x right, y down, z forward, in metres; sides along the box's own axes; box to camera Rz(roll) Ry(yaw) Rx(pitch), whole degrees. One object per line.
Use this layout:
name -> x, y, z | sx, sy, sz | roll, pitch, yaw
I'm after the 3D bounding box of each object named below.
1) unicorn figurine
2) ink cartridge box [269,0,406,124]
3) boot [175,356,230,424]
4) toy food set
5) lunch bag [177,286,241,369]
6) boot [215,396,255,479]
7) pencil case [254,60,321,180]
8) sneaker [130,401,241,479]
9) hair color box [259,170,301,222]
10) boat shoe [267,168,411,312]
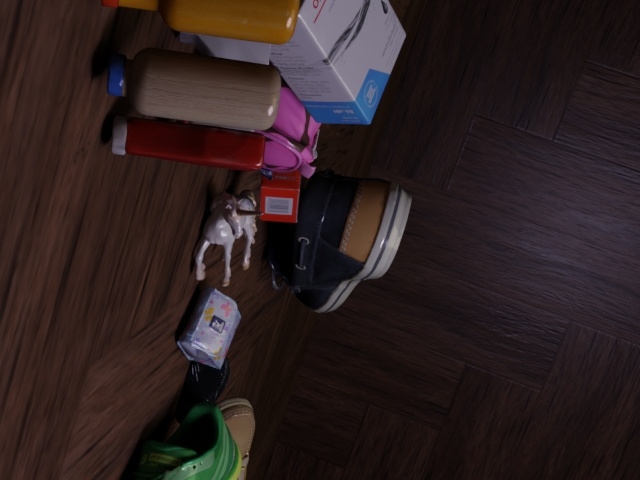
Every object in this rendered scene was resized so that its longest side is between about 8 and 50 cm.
unicorn figurine -> -0.094, -0.011, 0.854 | 0.162, 0.060, 0.111 | -94, -166, -67
ink cartridge box -> -0.001, -0.189, 0.682 | 0.180, 0.060, 0.104 | 47, 58, -51
boot -> -0.141, 0.178, 1.066 | 0.121, 0.045, 0.099 | -64, 174, 19
toy food set -> -0.087, -0.106, 0.543 | 0.232, 0.104, 0.111 | -164, -100, -78
lunch bag -> -0.124, 0.098, 0.924 | 0.083, 0.053, 0.071 | 77, 31, -62
boot -> -0.126, 0.377, 1.167 | 0.203, 0.095, 0.262 | 49, -56, 49
pencil case -> -0.017, -0.166, 0.793 | 0.095, 0.098, 0.209 | 117, -5, -72
sneaker -> -0.182, 0.284, 0.896 | 0.295, 0.109, 0.124 | -57, 143, -59
hair color box -> -0.040, -0.098, 0.894 | 0.072, 0.043, 0.141 | 99, -6, -62
boat shoe -> 0.000, 0.000, 1.280 | 0.500, 0.155, 0.187 | 135, -27, -76
